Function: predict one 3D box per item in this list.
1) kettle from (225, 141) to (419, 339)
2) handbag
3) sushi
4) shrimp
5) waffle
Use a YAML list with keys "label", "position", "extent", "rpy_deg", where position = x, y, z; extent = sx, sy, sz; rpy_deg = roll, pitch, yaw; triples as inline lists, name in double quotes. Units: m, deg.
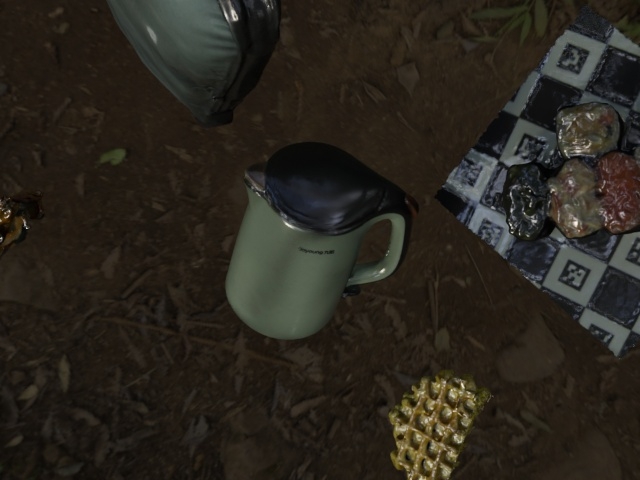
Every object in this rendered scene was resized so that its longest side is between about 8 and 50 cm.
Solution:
- label: "kettle"
  position: [0.000, 0.000, 1.067]
  extent: [0.240, 0.255, 0.165]
  rpy_deg: [7, 51, -12]
- label: "handbag"
  position: [-0.107, -0.181, 0.563]
  extent: [0.075, 0.332, 0.191]
  rpy_deg: [-34, 96, -12]
- label: "sushi"
  position: [0.347, -0.069, 1.002]
  extent: [0.339, 0.069, 0.320]
  rpy_deg: [44, 110, 16]
- label: "shrimp"
  position: [-0.324, -0.004, 0.790]
  extent: [0.068, 0.249, 0.150]
  rpy_deg: [47, 63, -19]
- label: "waffle"
  position: [0.171, 0.273, 1.136]
  extent: [0.192, 0.046, 0.160]
  rpy_deg: [-41, 67, 31]
